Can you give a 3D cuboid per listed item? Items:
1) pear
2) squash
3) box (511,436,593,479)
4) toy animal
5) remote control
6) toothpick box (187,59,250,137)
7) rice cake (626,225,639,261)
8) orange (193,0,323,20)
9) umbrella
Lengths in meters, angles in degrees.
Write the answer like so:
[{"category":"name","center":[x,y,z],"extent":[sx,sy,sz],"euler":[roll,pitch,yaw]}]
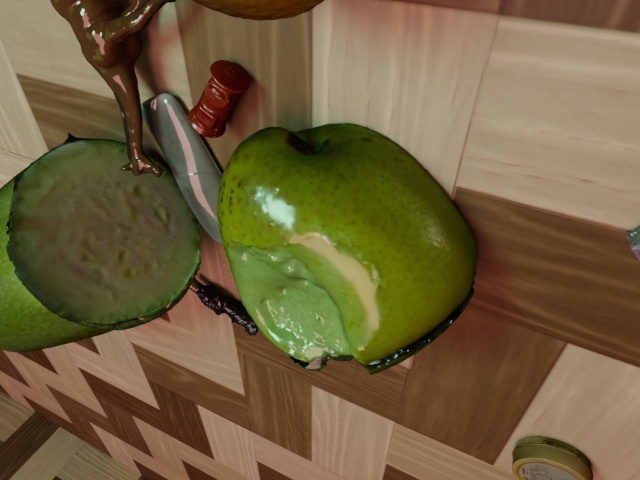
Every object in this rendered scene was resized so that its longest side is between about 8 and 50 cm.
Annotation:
[{"category":"pear","center":[0.000,0.000,0.500],"extent":[0.292,0.159,0.292],"euler":[18,132,21]},{"category":"squash","center":[-0.394,0.029,0.700],"extent":[0.384,0.263,0.263],"euler":[-17,116,40]},{"category":"box","center":[0.332,0.330,0.656],"extent":[0.106,0.037,0.105],"euler":[17,133,19]},{"category":"toy animal","center":[-0.225,-0.203,0.521],"extent":[0.230,0.066,0.224],"euler":[-35,103,35]},{"category":"remote control","center":[-0.171,-0.082,0.617],"extent":[0.073,0.044,0.229],"euler":[-4,123,38]},{"category":"toothpick box","center":[-0.115,-0.159,0.512],"extent":[0.047,0.047,0.083],"euler":[41,137,-5]},{"category":"rice cake","center":[0.353,0.063,0.414],"extent":[0.206,0.036,0.047],"euler":[48,131,-10]},{"category":"orange","center":[-0.049,-0.258,0.265],"extent":[0.236,0.236,0.236],"euler":[18,134,19]},{"category":"umbrella","center":[-0.164,0.114,0.785],"extent":[0.144,0.037,0.040],"euler":[33,115,2]}]
